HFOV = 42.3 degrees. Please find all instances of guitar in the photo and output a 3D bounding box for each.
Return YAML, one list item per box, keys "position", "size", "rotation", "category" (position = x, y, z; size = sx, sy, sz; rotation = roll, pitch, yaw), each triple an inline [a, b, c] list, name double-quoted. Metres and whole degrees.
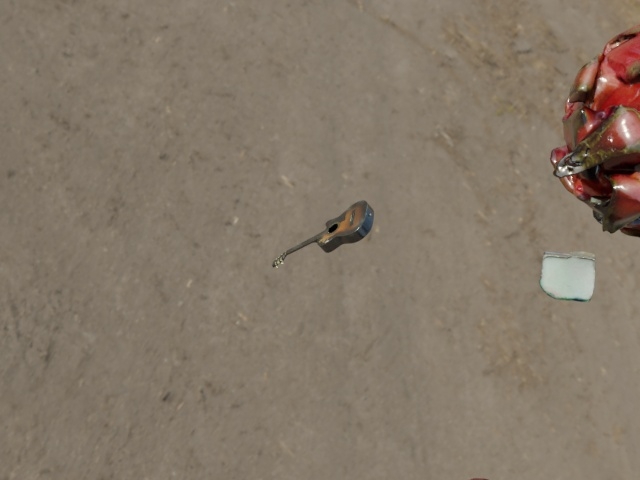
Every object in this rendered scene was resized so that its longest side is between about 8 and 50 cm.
- position: [0.000, 0.000, 1.521]
  size: [0.025, 0.233, 0.088]
  rotation: [45, 33, -27]
  category: "guitar"

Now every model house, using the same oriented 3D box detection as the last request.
- position: [0.476, 0.066, 1.600]
  size: [0.100, 0.088, 0.100]
  rotation: [6, 7, 15]
  category: "model house"

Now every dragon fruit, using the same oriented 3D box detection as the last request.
- position: [0.300, -0.098, 0.701]
  size: [0.192, 0.274, 0.193]
  rotation: [10, 70, 14]
  category: "dragon fruit"

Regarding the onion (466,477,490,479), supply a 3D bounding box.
- position: [0.256, 0.494, 1.154]
  size: [0.280, 0.146, 0.314]
  rotation: [-28, 67, -32]
  category: "onion"
